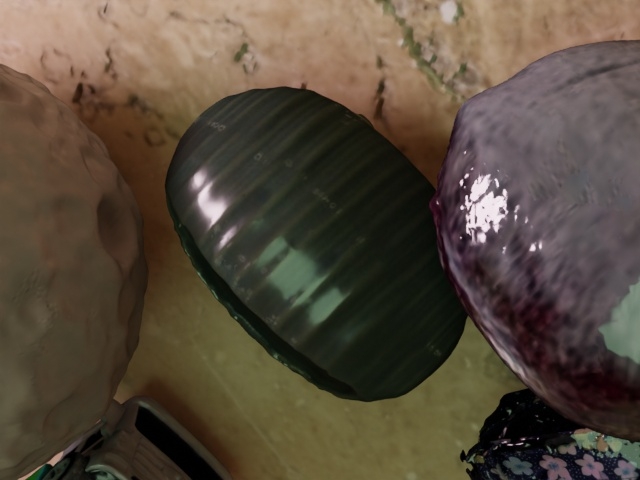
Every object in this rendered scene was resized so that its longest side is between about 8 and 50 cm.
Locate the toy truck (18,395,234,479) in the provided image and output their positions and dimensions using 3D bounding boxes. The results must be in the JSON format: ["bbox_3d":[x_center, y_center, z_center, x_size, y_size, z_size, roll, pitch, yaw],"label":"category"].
[{"bbox_3d":[-0.230,0.271,1.594,0.176,0.178,0.363,44,123,-13],"label":"toy truck"}]

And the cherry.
[{"bbox_3d":[0.214,-0.003,1.240,0.296,0.218,0.255,36,95,22],"label":"cherry"}]

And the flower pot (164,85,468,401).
[{"bbox_3d":[0.000,0.000,1.360,0.243,0.189,0.157,44,82,5],"label":"flower pot"}]

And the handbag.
[{"bbox_3d":[0.229,0.178,1.380,0.229,0.127,0.208,-17,114,28],"label":"handbag"}]

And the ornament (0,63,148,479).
[{"bbox_3d":[-0.292,0.034,1.414,0.337,0.337,0.337,9,117,19],"label":"ornament"}]
